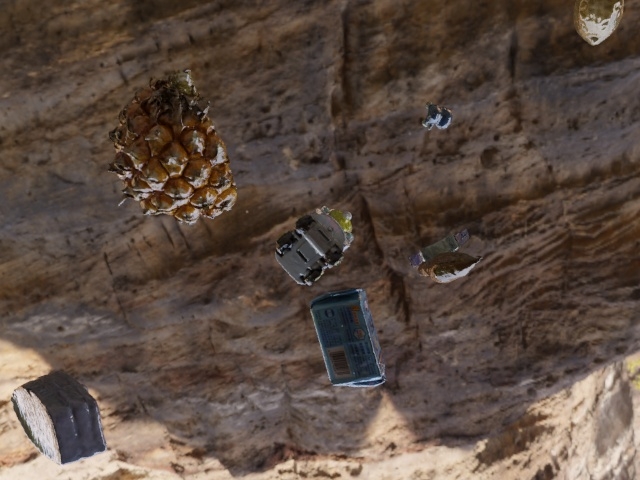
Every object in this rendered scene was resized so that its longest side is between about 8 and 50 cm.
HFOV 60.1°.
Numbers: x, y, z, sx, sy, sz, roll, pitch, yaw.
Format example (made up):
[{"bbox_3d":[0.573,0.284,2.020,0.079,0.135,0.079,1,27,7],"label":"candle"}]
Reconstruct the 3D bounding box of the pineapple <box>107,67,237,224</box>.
[{"bbox_3d":[-0.341,-0.201,1.115,0.344,0.286,0.209,41,-121,17],"label":"pineapple"}]

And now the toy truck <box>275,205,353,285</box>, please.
[{"bbox_3d":[0.000,0.000,0.718,0.111,0.076,0.077,-42,178,34],"label":"toy truck"}]

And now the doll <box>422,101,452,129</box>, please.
[{"bbox_3d":[0.330,-0.343,1.551,0.083,0.076,0.050,8,-168,-27],"label":"doll"}]

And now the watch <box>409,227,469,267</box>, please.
[{"bbox_3d":[0.488,0.022,2.142,0.276,0.068,0.274,-27,173,-2],"label":"watch"}]

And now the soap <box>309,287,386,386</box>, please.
[{"bbox_3d":[0.072,0.260,1.460,0.156,0.294,0.077,-10,-167,18],"label":"soap"}]

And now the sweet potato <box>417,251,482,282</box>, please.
[{"bbox_3d":[0.292,0.069,1.351,0.074,0.075,0.269,-22,179,-20],"label":"sweet potato"}]

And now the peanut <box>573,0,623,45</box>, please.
[{"bbox_3d":[0.465,-0.420,0.917,0.089,0.193,0.089,-5,-143,4],"label":"peanut"}]

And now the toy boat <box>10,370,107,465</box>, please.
[{"bbox_3d":[-0.441,0.287,0.922,0.078,0.127,0.282,-18,-170,-41],"label":"toy boat"}]
